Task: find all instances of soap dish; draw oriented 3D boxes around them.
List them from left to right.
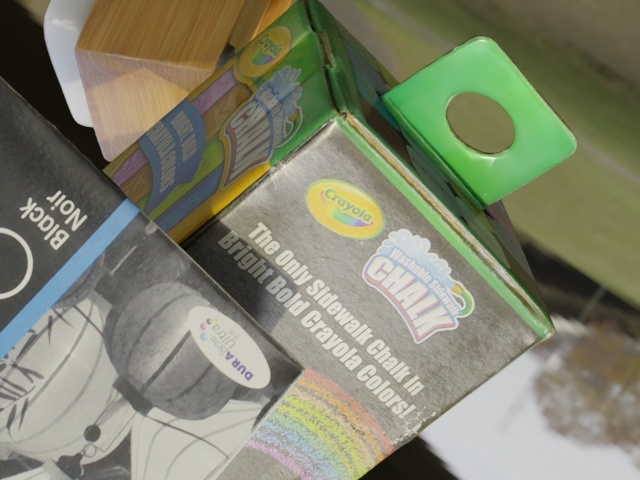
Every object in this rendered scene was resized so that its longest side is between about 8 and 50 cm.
[{"bbox_3d":[-0.069,-0.202,1.216,0.118,0.291,0.229,22,166,4],"label":"soap dish"}]

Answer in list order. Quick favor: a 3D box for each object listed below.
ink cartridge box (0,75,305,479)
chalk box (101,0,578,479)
[{"bbox_3d":[-0.171,0.108,0.581,0.165,0.332,0.065,44,162,-11],"label":"ink cartridge box"},{"bbox_3d":[0.000,0.000,0.741,0.132,0.213,0.132,46,-167,-24],"label":"chalk box"}]
